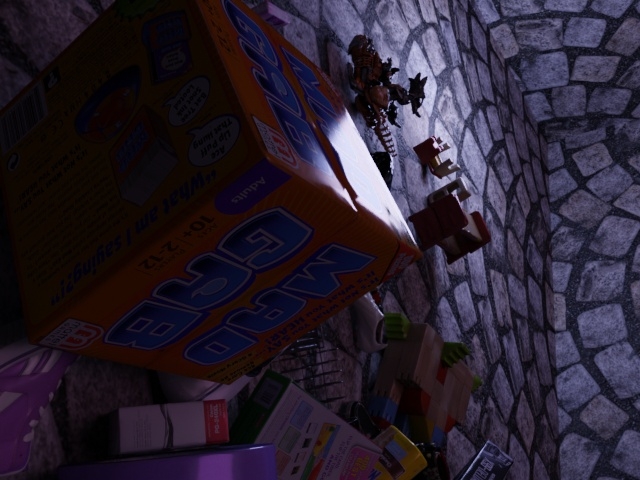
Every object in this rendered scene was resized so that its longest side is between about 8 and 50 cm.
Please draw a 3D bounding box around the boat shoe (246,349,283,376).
[{"bbox_3d":[-0.115,0.120,1.177,0.065,0.083,0.183,14,41,-36],"label":"boat shoe"}]

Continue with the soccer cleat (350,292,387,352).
[{"bbox_3d":[0.110,0.160,1.733,0.068,0.076,0.196,6,73,-59],"label":"soccer cleat"}]

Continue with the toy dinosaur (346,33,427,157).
[{"bbox_3d":[0.151,-0.379,1.999,0.219,0.164,0.321,-2,99,-45],"label":"toy dinosaur"}]

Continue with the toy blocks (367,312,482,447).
[{"bbox_3d":[0.246,0.378,1.811,0.381,0.191,0.260,45,54,-42],"label":"toy blocks"}]

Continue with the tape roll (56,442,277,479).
[{"bbox_3d":[-0.192,0.318,0.963,0.275,0.275,0.090,14,67,-57],"label":"tape roll"}]

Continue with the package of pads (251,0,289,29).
[{"bbox_3d":[-0.111,-0.492,1.649,0.083,0.050,0.031,10,70,-57],"label":"package of pads"}]

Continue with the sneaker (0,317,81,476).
[{"bbox_3d":[-0.363,0.188,0.922,0.282,0.102,0.160,-31,112,-51],"label":"sneaker"}]

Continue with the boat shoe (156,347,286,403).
[{"bbox_3d":[-0.150,0.138,1.271,0.367,0.136,0.156,-39,109,-47],"label":"boat shoe"}]

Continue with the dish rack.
[{"bbox_3d":[-0.020,0.276,1.472,0.208,0.074,0.271,1,77,-60],"label":"dish rack"}]

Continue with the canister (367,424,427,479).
[{"bbox_3d":[0.112,0.456,1.489,0.170,0.126,0.073,-36,115,-12],"label":"canister"}]

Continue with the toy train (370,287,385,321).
[{"bbox_3d":[0.129,0.132,1.797,0.036,0.027,0.158,-104,177,-64],"label":"toy train"}]

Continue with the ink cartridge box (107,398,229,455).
[{"bbox_3d":[-0.215,0.261,1.051,0.151,0.109,0.063,1,74,-23],"label":"ink cartridge box"}]

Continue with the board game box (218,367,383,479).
[{"bbox_3d":[-0.045,0.396,1.288,0.242,0.064,0.316,-57,133,-15],"label":"board game box"}]

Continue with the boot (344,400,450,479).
[{"bbox_3d":[0.164,0.438,1.609,0.085,0.179,0.236,-45,117,-56],"label":"boot"}]

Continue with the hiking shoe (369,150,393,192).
[{"bbox_3d":[0.120,-0.083,1.842,0.132,0.113,0.304,65,34,-49],"label":"hiking shoe"}]

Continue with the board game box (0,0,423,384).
[{"bbox_3d":[-0.153,-0.069,0.997,0.356,0.357,0.356,28,32,-53],"label":"board game box"}]

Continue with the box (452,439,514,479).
[{"bbox_3d":[0.272,0.600,1.629,0.076,0.307,0.242,40,26,16],"label":"box"}]

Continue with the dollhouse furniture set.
[{"bbox_3d":[0.340,-0.136,2.211,0.201,0.152,0.373,26,39,-53],"label":"dollhouse furniture set"}]
